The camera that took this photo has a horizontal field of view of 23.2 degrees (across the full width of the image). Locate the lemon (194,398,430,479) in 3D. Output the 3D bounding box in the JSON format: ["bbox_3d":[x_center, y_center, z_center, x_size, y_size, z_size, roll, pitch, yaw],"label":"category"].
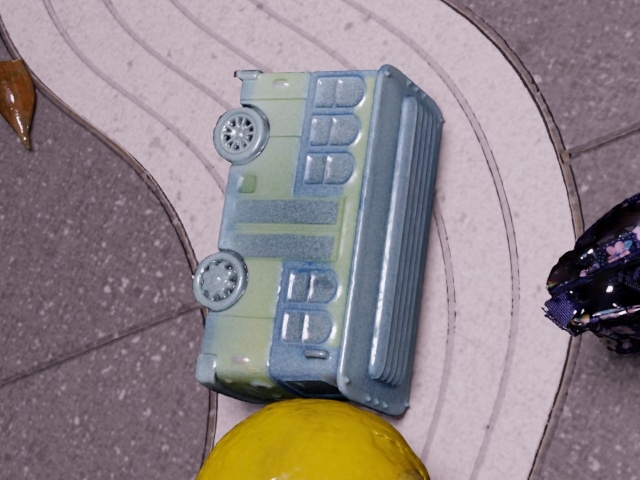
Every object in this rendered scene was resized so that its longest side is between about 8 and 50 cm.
[{"bbox_3d":[-0.010,0.256,1.367,0.228,0.253,0.228,5,65,-10],"label":"lemon"}]

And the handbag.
[{"bbox_3d":[0.299,0.016,1.297,0.228,0.208,0.127,-26,71,15],"label":"handbag"}]

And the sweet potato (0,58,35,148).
[{"bbox_3d":[-0.341,-0.154,1.750,0.049,0.049,0.117,-24,70,18],"label":"sweet potato"}]

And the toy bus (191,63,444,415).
[{"bbox_3d":[0.000,0.000,1.481,0.190,0.152,0.312,2,76,27],"label":"toy bus"}]
